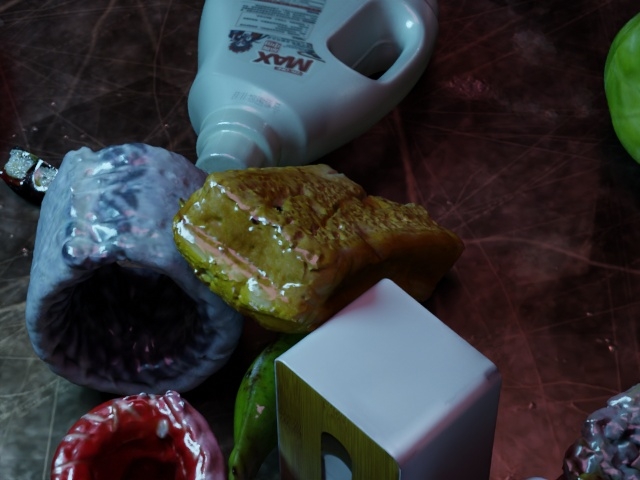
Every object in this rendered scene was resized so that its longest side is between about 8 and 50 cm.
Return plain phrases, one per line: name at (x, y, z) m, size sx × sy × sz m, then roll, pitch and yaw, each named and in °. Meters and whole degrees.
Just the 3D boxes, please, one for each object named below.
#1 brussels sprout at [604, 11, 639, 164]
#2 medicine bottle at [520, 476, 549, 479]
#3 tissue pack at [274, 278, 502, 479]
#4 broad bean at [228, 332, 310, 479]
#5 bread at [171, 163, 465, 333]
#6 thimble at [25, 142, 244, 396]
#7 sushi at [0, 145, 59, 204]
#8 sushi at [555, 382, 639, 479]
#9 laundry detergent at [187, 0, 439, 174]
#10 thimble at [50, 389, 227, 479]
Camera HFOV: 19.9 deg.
brussels sprout at (0.428, -0.165, 1.971) m, size 0.244 × 0.244 × 0.244 m, roll -1°, pitch 53°, yaw 1°
medicine bottle at (0.092, 0.358, 1.579) m, size 0.325 × 0.212 × 0.212 m, roll -21°, pitch 55°, yaw -14°
tissue pack at (0.062, 0.180, 1.690) m, size 0.136 × 0.246 × 0.159 m, roll -38°, pitch 60°, yaw -25°
broad bean at (-0.028, 0.125, 1.801) m, size 0.061 × 0.077 × 0.339 m, roll 5°, pitch 34°, yaw 25°
bread at (0.000, 0.000, 1.789) m, size 0.185 × 0.109 × 0.380 m, roll 35°, pitch 17°, yaw 19°
thimble at (-0.184, 0.029, 1.809) m, size 0.217 × 0.245 × 0.157 m, roll -8°, pitch 51°, yaw 7°
sushi at (-0.317, -0.066, 2.021) m, size 0.083 × 0.044 × 0.046 m, roll 29°, pitch 81°, yaw 23°
sushi at (0.350, 0.263, 1.668) m, size 0.236 × 0.171 × 0.270 m, roll -24°, pitch 57°, yaw -21°
laundry detergent at (-0.029, -0.176, 1.978) m, size 0.264 × 0.124 × 0.398 m, roll 14°, pitch 40°, yaw 7°
thimble at (-0.168, 0.249, 1.719) m, size 0.163 × 0.125 × 0.189 m, roll -7°, pitch 54°, yaw -5°
